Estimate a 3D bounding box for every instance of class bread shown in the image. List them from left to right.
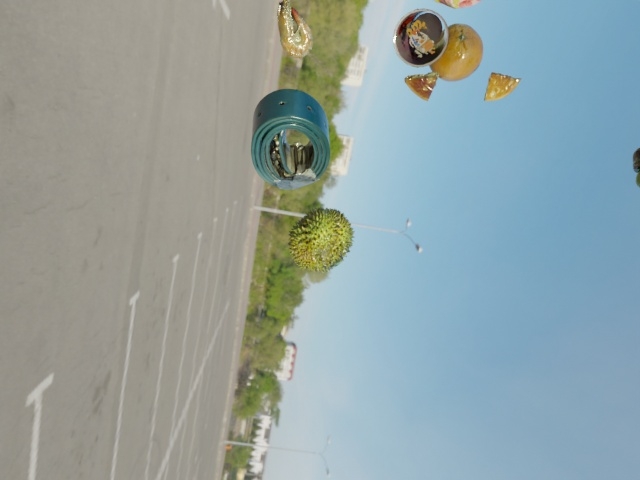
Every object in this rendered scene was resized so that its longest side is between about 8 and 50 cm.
[{"bbox_3d":[0.463,-0.680,2.171,0.054,0.155,0.135,-63,142,-33],"label":"bread"}]

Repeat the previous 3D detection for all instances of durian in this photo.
[{"bbox_3d":[0.001,0.004,1.852,0.224,0.291,0.291,57,-14,9],"label":"durian"}]

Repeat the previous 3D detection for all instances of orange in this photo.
[{"bbox_3d":[0.616,-0.858,2.235,0.264,0.265,0.263,-171,-90,-85],"label":"orange"}]

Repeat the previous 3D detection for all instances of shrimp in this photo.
[{"bbox_3d":[-0.084,-0.655,1.497,0.042,0.102,0.190,-97,171,-57],"label":"shrimp"}]

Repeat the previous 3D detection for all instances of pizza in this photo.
[{"bbox_3d":[0.786,-0.688,2.159,0.178,0.131,0.041,-42,-164,34],"label":"pizza"}]

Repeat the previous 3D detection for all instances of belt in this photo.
[{"bbox_3d":[-0.114,-0.375,1.896,0.436,0.301,0.172,92,-2,-64],"label":"belt"}]

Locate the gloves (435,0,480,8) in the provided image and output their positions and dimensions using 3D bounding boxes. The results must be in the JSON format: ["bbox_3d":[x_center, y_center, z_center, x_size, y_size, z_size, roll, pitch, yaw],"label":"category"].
[{"bbox_3d":[0.498,-0.898,1.758,0.126,0.241,0.145,-54,145,-7],"label":"gloves"}]

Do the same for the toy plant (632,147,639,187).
[{"bbox_3d":[1.127,-0.239,1.679,0.092,0.093,0.162,114,-19,-72],"label":"toy plant"}]

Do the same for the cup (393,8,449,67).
[{"bbox_3d":[0.394,-0.785,1.851,0.288,0.203,0.202,-59,164,-57],"label":"cup"}]
